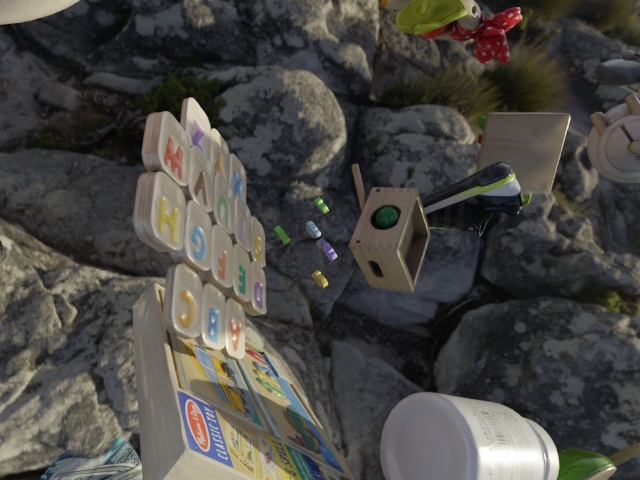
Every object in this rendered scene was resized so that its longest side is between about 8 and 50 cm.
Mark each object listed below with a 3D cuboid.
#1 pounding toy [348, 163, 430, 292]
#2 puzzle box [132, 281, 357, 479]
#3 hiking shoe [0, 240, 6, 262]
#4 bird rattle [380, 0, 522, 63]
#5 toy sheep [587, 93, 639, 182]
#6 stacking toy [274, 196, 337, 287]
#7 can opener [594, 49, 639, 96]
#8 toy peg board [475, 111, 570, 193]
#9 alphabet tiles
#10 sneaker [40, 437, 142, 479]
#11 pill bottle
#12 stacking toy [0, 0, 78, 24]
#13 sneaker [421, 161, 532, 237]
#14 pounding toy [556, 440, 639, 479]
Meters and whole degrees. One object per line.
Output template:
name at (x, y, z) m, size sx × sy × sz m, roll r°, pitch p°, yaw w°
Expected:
pounding toy at (0.092, -0.019, 0.665) m, size 0.141 × 0.100 × 0.130 m, roll 59°, pitch 46°, yaw -46°
puzzle box at (-0.102, 0.201, 0.565) m, size 0.272 × 0.409 × 0.052 m, roll 39°, pitch 86°, yaw -27°
hiking shoe at (-0.712, 0.000, 0.823) m, size 0.226 × 0.114 × 0.086 m, roll 34°, pitch 17°, yaw -35°
bird rattle at (0.225, -0.407, 0.794) m, size 0.253 × 0.143 × 0.206 m, roll 0°, pitch 20°, yaw -42°
toy sheep at (0.319, -0.101, 0.461) m, size 0.132 × 0.091 × 0.091 m, roll -23°, pitch 73°, yaw -49°
stacking toy at (0.000, 0.000, 1.284) m, size 0.167 × 0.052 × 0.221 m, roll -38°, pitch 83°, yaw -16°
can opener at (0.583, -0.248, 0.767) m, size 0.095 × 0.076 × 0.284 m, roll -15°, pitch 38°, yaw 3°
toy peg board at (0.387, -0.181, 0.907) m, size 0.161 × 0.161 × 0.079 m, roll -1°, pitch 27°, yaw -5°
alphabet tiles at (-0.121, -0.013, 0.532) m, size 0.021 × 0.284 × 0.278 m, roll -9°, pitch 64°, yaw 11°
sneaker at (-0.440, 0.432, 0.750) m, size 0.282 × 0.110 × 0.122 m, roll -11°, pitch 53°, yaw -43°
pill bottle at (0.194, 0.266, 0.557) m, size 0.229 × 0.131 × 0.131 m, roll 22°, pitch 51°, yaw -37°
stacking toy at (-0.212, -0.406, 0.236) m, size 0.350 × 0.350 × 0.480 m, roll 17°, pitch 64°, yaw -18°
sneaker at (0.223, -0.039, 0.737) m, size 0.084 × 0.234 × 0.097 m, roll -31°, pitch 93°, yaw -43°
pounding toy at (0.400, 0.375, 0.765) m, size 0.236 × 0.183 × 0.110 m, roll -11°, pitch 44°, yaw -21°
